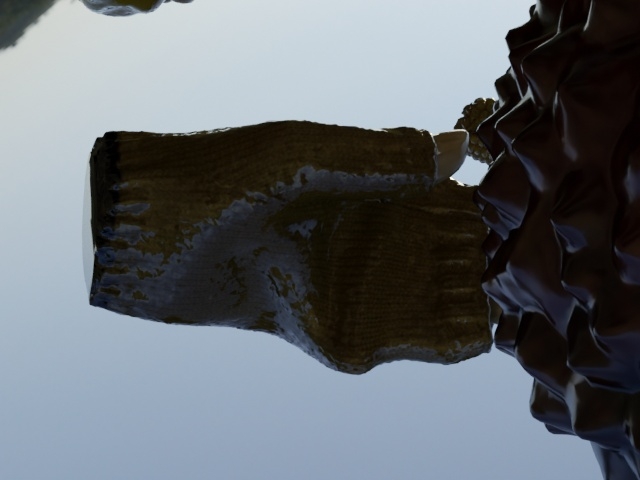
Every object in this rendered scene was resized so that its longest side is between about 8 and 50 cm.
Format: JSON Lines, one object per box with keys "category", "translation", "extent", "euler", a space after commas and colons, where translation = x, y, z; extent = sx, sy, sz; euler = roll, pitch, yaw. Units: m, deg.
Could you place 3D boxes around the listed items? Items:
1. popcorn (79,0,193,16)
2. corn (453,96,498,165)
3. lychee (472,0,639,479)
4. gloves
{"category": "popcorn", "translation": [-0.191, -0.328, 0.666], "extent": [0.382, 0.349, 0.349], "euler": [12, -128, 31]}
{"category": "corn", "translation": [0.300, -0.108, 1.135], "extent": [0.293, 0.106, 0.106], "euler": [19, -129, 13]}
{"category": "lychee", "translation": [0.316, -0.034, 0.442], "extent": [0.500, 0.424, 0.424], "euler": [-16, -148, 23]}
{"category": "gloves", "translation": [-0.008, -0.007, 0.738], "extent": [0.357, 0.203, 0.155], "euler": [9, -158, -1]}
